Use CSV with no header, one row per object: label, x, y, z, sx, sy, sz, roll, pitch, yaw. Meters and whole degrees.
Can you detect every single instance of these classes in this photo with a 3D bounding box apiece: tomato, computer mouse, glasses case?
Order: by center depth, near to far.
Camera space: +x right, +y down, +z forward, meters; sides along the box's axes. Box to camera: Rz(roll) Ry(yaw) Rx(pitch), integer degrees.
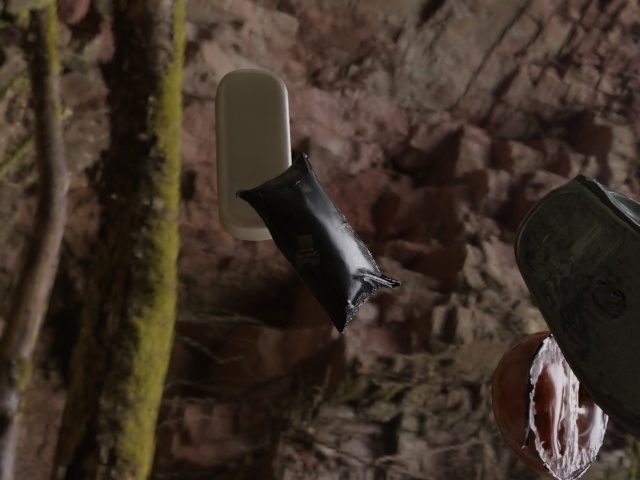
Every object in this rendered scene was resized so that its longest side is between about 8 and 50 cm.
glasses case,-0.073,-0.096,1.179,0.050,0.083,0.196,104,-15,-66
computer mouse,0.354,0.078,1.204,0.203,0.114,0.374,-49,-138,22
tomato,0.291,0.216,1.430,0.112,0.228,0.199,-5,-97,41

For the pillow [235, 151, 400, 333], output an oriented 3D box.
pillow,-0.001,0.000,0.931,0.048,0.150,0.090,-35,-178,28
